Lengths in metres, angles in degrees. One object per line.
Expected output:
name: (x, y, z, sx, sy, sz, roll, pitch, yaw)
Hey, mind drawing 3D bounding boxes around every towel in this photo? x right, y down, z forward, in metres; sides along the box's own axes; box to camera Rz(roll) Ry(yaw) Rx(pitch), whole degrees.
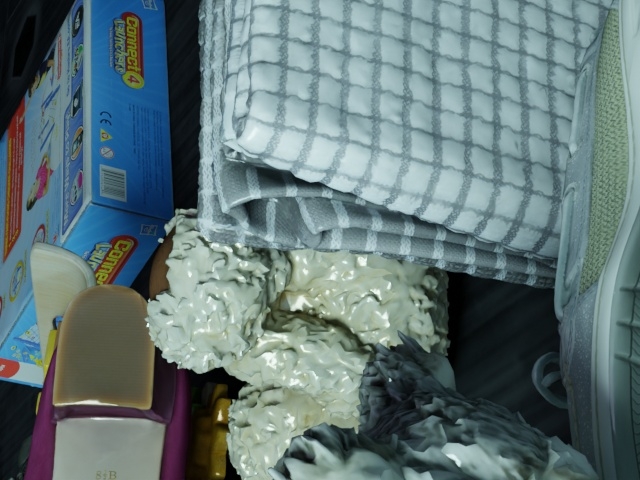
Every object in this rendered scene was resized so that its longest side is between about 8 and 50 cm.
towel: (0.050, -0.110, 0.905, 0.121, 0.235, 0.283, 132, 145, -52)

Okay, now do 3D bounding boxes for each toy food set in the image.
toy food set: (-0.213, 0.181, 1.216, 0.219, 0.092, 0.306, 93, 178, -45)

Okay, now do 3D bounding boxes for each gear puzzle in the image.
gear puzzle: (-0.113, 0.202, 1.229, 0.339, 0.044, 0.175, 122, 153, -60)

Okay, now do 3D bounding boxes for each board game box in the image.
board game box: (-0.252, -0.056, 1.703, 0.302, 0.086, 0.308, -52, 34, 43)

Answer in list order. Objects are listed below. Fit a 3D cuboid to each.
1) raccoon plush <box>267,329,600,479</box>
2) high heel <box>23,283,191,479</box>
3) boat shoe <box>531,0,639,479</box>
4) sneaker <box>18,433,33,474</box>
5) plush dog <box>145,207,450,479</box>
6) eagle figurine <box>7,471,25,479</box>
raccoon plush: (-0.030, 0.247, 0.638, 0.446, 0.299, 0.216, -32, 6, 2)
high heel: (-0.137, 0.222, 0.998, 0.181, 0.127, 0.377, 96, -175, -73)
boat shoe: (0.159, 0.007, 0.757, 0.103, 0.118, 0.320, 131, 149, -55)
sneaker: (-0.224, 0.223, 1.495, 0.227, 0.087, 0.130, 140, 136, -57)
plush dog: (0.012, 0.090, 0.996, 0.262, 0.211, 0.225, -42, -49, -87)
eagle figurine: (-0.269, 0.377, 1.386, 0.298, 0.226, 0.225, -47, 4, 13)
